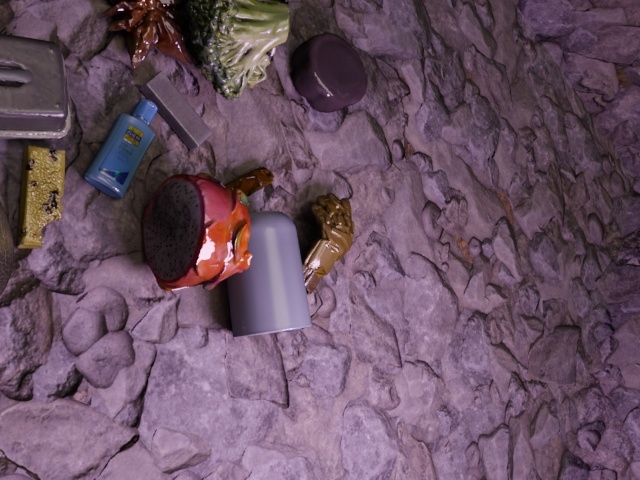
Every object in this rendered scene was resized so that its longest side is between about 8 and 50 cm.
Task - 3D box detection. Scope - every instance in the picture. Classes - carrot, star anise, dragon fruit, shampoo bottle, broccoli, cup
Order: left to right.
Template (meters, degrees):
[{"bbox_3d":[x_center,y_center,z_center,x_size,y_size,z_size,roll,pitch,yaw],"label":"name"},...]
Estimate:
[{"bbox_3d":[-0.471,-0.233,1.560,0.104,0.061,0.258,35,60,-30],"label":"shampoo bottle"},{"bbox_3d":[-0.436,-0.597,1.628,0.292,0.109,0.350,14,73,-49],"label":"star anise"},{"bbox_3d":[-0.278,-0.022,1.540,0.189,0.290,0.291,3,79,-44],"label":"dragon fruit"},{"bbox_3d":[-0.231,-0.547,1.687,0.272,0.324,0.334,17,46,-15],"label":"broccoli"},{"bbox_3d":[-0.220,-0.137,1.752,0.228,0.069,0.069,-37,105,-39],"label":"carrot"},{"bbox_3d":[-0.143,0.088,1.673,0.205,0.205,0.312,-3,83,-40],"label":"cup"}]

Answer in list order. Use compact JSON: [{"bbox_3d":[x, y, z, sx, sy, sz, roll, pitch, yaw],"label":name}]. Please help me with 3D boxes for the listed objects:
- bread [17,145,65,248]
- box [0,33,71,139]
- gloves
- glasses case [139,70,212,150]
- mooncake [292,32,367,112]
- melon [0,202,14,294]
[{"bbox_3d":[-0.615,-0.094,1.421,0.088,0.049,0.226,6,78,-39],"label":"bread"},{"bbox_3d":[-0.675,-0.320,1.340,0.290,0.166,0.221,-5,85,-39],"label":"box"},{"bbox_3d":[0.012,0.005,1.851,0.331,0.141,0.154,-59,139,-23],"label":"gloves"},{"bbox_3d":[-0.375,-0.334,1.669,0.205,0.047,0.071,51,50,-20],"label":"glasses case"},{"bbox_3d":[0.026,-0.512,1.978,0.244,0.133,0.245,9,76,-38],"label":"mooncake"},{"bbox_3d":[-0.708,-0.009,1.204,0.237,0.237,0.302,-17,90,-40],"label":"melon"}]
